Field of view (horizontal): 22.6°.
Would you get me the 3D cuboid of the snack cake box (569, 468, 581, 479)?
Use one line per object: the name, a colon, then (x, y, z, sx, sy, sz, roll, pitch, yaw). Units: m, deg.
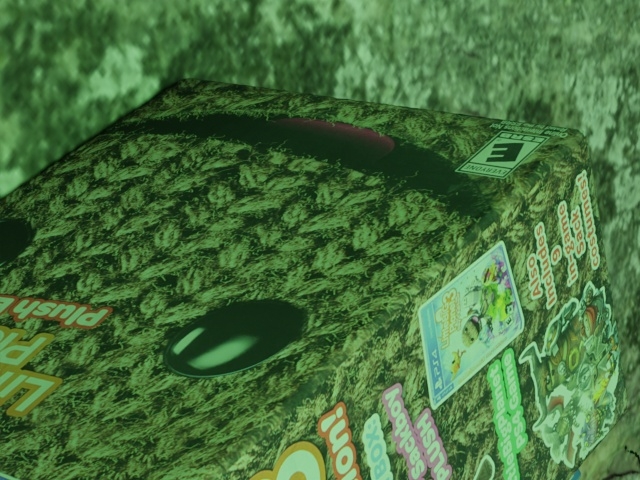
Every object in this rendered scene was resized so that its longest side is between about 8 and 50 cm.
snack cake box: (0.017, 0.148, 0.845, 0.264, 0.089, 0.152, -45, 120, -36)

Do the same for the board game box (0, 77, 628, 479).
board game box: (-0.052, 0.069, 0.645, 0.291, 0.232, 0.141, -40, 128, -39)
